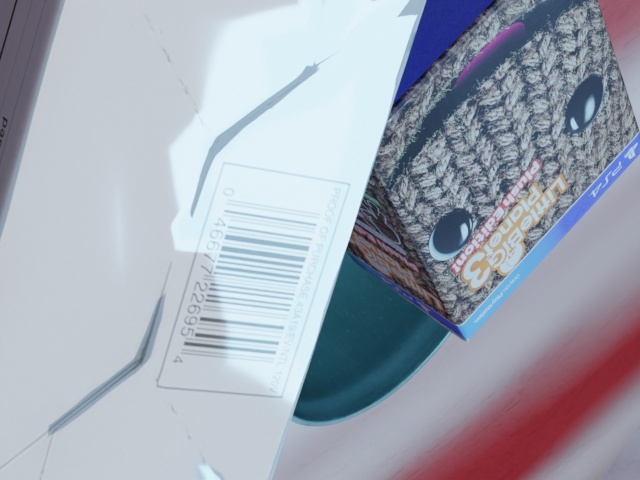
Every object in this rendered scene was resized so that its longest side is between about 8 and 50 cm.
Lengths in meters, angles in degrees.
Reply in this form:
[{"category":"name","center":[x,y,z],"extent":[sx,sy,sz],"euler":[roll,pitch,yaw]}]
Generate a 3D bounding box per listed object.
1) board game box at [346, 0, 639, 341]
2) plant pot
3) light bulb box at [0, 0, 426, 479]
[{"category":"board game box","center":[0.104,-0.103,1.403],"extent":[0.232,0.141,0.291],"euler":[-47,144,-10]},{"category":"plant pot","center":[0.000,0.000,1.679],"extent":[0.293,0.196,0.293],"euler":[-33,143,-29]},{"category":"light bulb box","center":[-0.167,-0.055,1.098],"extent":[0.225,0.361,0.358],"euler":[9,106,-35]}]
